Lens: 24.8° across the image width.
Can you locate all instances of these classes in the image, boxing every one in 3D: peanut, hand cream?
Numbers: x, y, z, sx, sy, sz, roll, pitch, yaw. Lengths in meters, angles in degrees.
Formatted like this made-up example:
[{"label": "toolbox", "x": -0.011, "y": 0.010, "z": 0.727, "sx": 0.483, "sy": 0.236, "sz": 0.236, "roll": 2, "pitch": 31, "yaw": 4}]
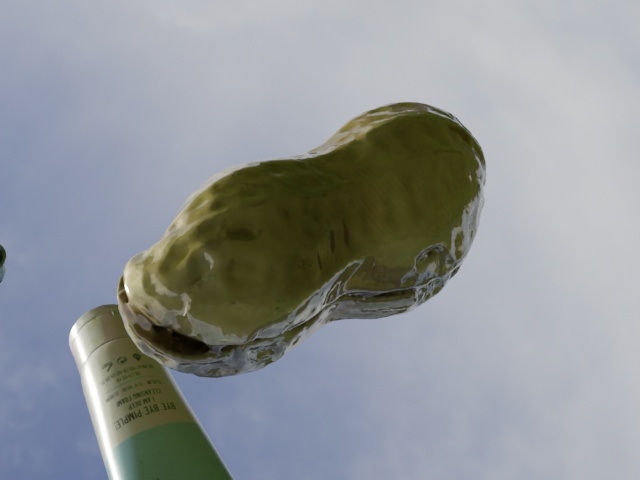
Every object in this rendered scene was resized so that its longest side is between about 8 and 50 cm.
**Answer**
[{"label": "peanut", "x": 0.000, "y": 0.000, "z": 0.890, "sx": 0.290, "sy": 0.130, "sz": 0.130, "roll": -24, "pitch": -119, "yaw": -38}, {"label": "hand cream", "x": -0.127, "y": 0.170, "z": 1.164, "sx": 0.111, "sy": 0.070, "sz": 0.312, "roll": -15, "pitch": -139, "yaw": -15}]

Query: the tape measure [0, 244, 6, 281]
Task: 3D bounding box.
[{"label": "tape measure", "x": -0.351, "y": 0.008, "z": 1.122, "sx": 0.200, "sy": 0.106, "sz": 0.175, "roll": -20, "pitch": -113, "yaw": -10}]
